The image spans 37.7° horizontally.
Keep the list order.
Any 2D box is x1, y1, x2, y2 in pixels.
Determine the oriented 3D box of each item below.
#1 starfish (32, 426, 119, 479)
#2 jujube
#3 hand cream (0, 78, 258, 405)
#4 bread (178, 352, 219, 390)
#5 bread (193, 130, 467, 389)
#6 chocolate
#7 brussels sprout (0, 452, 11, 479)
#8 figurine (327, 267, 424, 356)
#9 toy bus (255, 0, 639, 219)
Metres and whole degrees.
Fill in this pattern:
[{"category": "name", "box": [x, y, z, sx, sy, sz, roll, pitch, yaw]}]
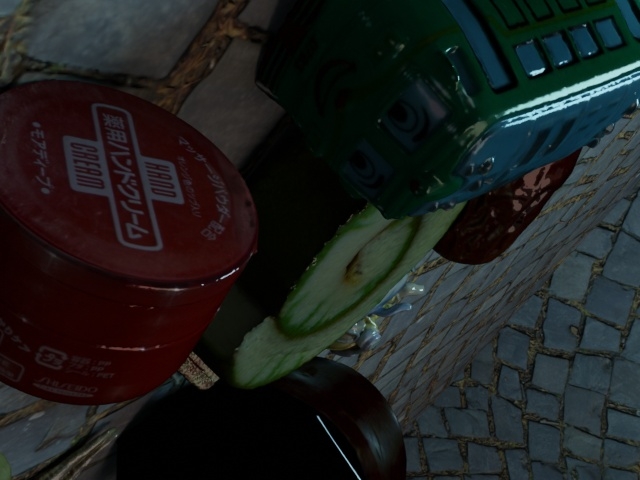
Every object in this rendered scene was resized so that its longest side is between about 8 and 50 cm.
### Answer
[{"category": "starfish", "box": [-0.399, 0.391, 1.047, 0.398, 0.132, 0.383, 19, 109, -54]}, {"category": "jujube", "box": [0.220, -0.093, 1.164, 0.190, 0.190, 0.255, -18, 132, -53]}, {"category": "hand cream", "box": [-0.148, 0.000, 0.611, 0.193, 0.193, 0.125, -20, 153, -51]}, {"category": "bread", "box": [-0.150, 0.154, 1.150, 0.043, 0.062, 0.109, -42, 165, -8]}, {"category": "bread", "box": [0.000, 0.000, 1.020, 0.382, 0.129, 0.366, -35, 161, -21]}, {"category": "chocolate", "box": [-0.043, 0.312, 1.335, 0.383, 0.384, 0.331, -54, 175, 28]}, {"category": "brussels sprout", "box": [-0.356, 0.248, 0.803, 0.183, 0.131, 0.145, -54, 164, 21]}, {"category": "figurine", "box": [0.067, 0.081, 1.351, 0.208, 0.128, 0.184, -26, 157, -53]}, {"category": "toy bus", "box": [0.140, -0.149, 0.829, 0.344, 0.199, 0.183, -23, 163, -38]}]
